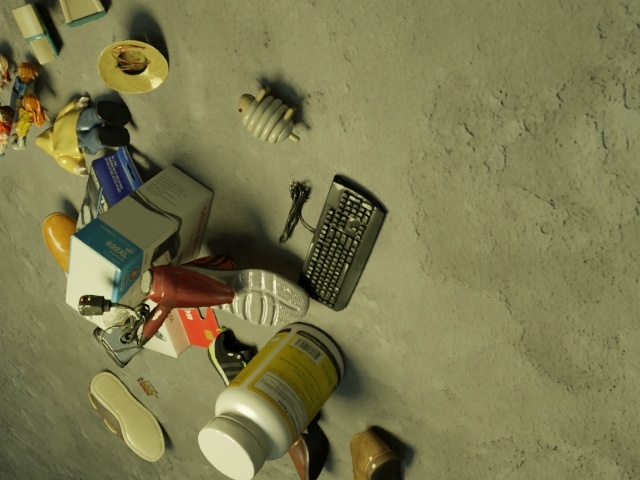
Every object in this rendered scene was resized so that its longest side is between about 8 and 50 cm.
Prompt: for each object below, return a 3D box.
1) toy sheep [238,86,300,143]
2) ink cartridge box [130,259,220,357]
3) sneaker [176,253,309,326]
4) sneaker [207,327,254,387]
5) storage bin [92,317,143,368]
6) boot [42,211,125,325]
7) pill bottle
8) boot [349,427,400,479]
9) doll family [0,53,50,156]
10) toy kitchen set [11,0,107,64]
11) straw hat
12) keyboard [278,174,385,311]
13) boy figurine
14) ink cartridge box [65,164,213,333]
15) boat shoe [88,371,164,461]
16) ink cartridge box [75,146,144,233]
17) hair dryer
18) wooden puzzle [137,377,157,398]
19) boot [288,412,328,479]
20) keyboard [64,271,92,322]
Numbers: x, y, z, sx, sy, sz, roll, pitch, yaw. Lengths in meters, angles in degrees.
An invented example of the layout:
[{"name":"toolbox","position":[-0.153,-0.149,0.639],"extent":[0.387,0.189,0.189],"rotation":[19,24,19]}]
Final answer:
[{"name":"toy sheep","position":[-0.092,-0.221,1.297],"extent":[0.132,0.091,0.091],"rotation":[37,136,2]},{"name":"ink cartridge box","position":[-0.392,0.166,1.822],"extent":[0.261,0.066,0.296],"rotation":[8,126,34]},{"name":"sneaker","position":[-0.176,0.090,1.558],"extent":[0.321,0.180,0.124],"rotation":[12,104,2]},{"name":"sneaker","position":[-0.193,0.312,1.746],"extent":[0.235,0.084,0.097],"rotation":[45,121,21]},{"name":"storage bin","position":[-0.551,0.273,2.012],"extent":[0.091,0.098,0.135],"rotation":[-31,101,18]},{"name":"boot","position":[-0.593,0.076,1.836],"extent":[0.211,0.104,0.295],"rotation":[36,153,44]},{"name":"pill bottle","position":[-0.105,0.347,1.544],"extent":[0.188,0.334,0.188],"rotation":[20,131,25]},{"name":"boot","position":[0.122,0.563,1.731],"extent":[0.115,0.112,0.305],"rotation":[53,151,39]},{"name":"doll family","position":[-0.693,-0.320,1.642],"extent":[0.163,0.118,0.263],"rotation":[-51,49,41]},{"name":"toy kitchen set","position":[-0.526,-0.444,1.474],"extent":[0.207,0.166,0.122],"rotation":[42,154,63]},{"name":"straw hat","position":[-0.373,-0.363,1.414],"extent":[0.144,0.144,0.061],"rotation":[-50,45,46]},{"name":"keyboard","position":[0.000,0.000,1.430],"extent":[0.201,0.033,0.317],"rotation":[32,134,14]},{"name":"boy figurine","position":[-0.545,-0.228,1.611],"extent":[0.285,0.092,0.177],"rotation":[-9,84,42]},{"name":"ink cartridge box","position":[-0.382,0.014,1.526],"extent":[0.129,0.307,0.223],"rotation":[33,135,10]},{"name":"boat shoe","position":[-0.613,0.561,2.248],"extent":[0.324,0.116,0.097],"rotation":[50,141,1]},{"name":"ink cartridge box","position":[-0.500,-0.066,1.676],"extent":[0.165,0.065,0.332],"rotation":[59,139,27]},{"name":"hair dryer","position":[-0.317,0.125,1.426],"extent":[0.223,0.293,0.080],"rotation":[84,172,-60]},{"name":"wooden puzzle","position":[-0.523,0.449,2.171],"extent":[0.049,0.006,0.083],"rotation":[-18,109,43]},{"name":"boot","position":[-0.128,0.487,1.839],"extent":[0.280,0.096,0.264],"rotation":[9,126,33]},{"name":"keyboard","position":[-0.708,0.129,2.068],"extent":[0.072,0.014,0.256],"rotation":[17,130,26]}]
